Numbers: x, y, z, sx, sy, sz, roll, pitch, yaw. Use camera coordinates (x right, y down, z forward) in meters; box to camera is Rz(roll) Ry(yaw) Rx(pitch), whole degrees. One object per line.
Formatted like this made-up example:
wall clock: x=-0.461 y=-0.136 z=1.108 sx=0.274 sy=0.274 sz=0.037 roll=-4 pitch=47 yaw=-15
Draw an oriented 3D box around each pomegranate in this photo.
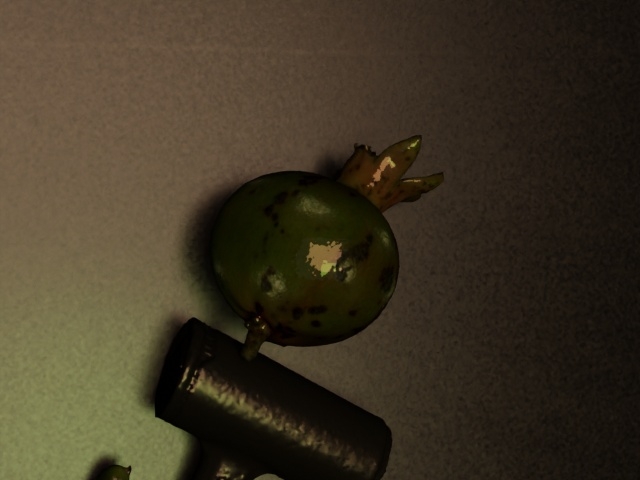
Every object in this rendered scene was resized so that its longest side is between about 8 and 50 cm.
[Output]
pomegranate: x=0.009 y=0.003 z=1.225 sx=0.220 sy=0.156 sz=0.156 roll=-28 pitch=97 yaw=-36

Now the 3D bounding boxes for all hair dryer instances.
hair dryer: x=-0.080 y=0.217 z=1.236 sx=0.197 sy=0.089 sz=0.251 roll=28 pitch=91 yaw=-16

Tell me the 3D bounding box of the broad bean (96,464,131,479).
broad bean: x=-0.181 y=0.282 z=1.210 sx=0.046 sy=0.061 sz=0.195 roll=16 pitch=73 yaw=-37
